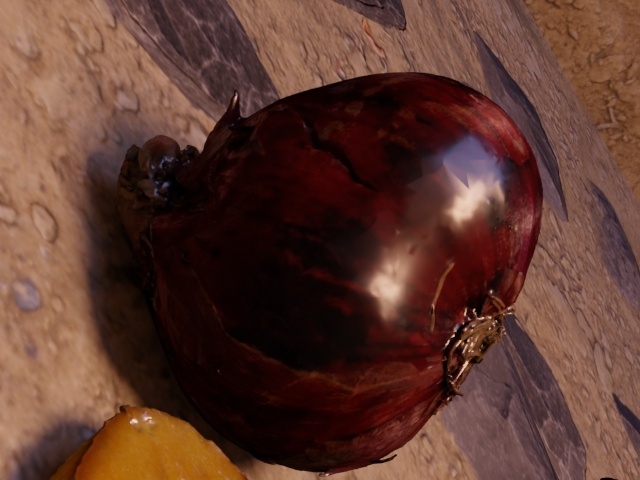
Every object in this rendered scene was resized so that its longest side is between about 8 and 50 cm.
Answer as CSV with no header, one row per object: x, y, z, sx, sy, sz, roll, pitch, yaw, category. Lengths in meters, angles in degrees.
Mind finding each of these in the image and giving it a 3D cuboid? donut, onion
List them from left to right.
-0.092,0.179,0.665,0.162,0.065,0.178,56,25,-7,donut
0.016,0.011,0.801,0.221,0.281,0.281,3,63,-68,onion

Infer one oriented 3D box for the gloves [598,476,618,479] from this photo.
0.253,0.296,1.205,0.106,0.129,0.181,62,16,19,gloves
